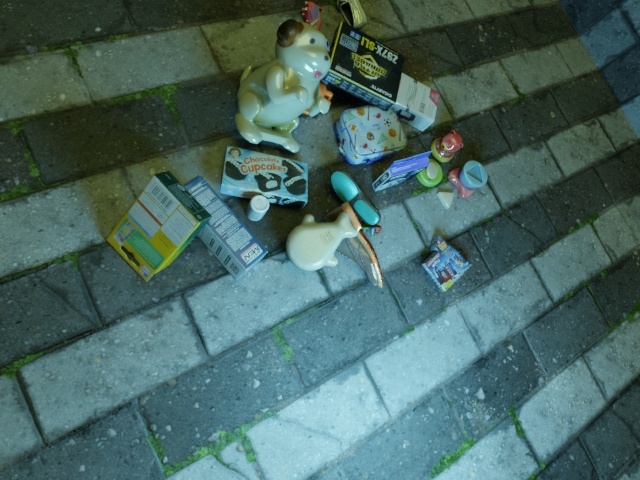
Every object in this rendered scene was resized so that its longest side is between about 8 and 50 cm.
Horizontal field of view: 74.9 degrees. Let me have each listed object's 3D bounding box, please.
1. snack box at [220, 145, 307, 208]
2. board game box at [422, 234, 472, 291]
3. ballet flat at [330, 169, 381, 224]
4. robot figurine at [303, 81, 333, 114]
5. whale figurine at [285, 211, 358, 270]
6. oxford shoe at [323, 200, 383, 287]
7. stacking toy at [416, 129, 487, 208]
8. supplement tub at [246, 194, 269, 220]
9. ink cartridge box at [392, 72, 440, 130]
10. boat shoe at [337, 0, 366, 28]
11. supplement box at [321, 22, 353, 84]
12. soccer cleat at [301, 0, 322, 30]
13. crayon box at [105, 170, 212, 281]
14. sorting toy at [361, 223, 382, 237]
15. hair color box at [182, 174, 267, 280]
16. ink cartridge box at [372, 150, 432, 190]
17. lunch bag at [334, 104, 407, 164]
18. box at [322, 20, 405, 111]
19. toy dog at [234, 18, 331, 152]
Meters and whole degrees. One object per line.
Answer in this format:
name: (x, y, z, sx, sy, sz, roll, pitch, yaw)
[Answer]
snack box: (-0.209, -0.240, 1.589, 0.322, 0.060, 0.187, 9, 59, -17)
board game box: (0.517, 0.088, 1.777, 0.194, 0.060, 0.194, -35, 88, -25)
ballet flat: (0.140, -0.176, 1.702, 0.280, 0.095, 0.096, 50, 21, -11)
robot figurine: (-0.062, -0.612, 1.731, 0.219, 0.128, 0.158, 16, 114, -15)
whale figurine: (0.000, 0.000, 1.554, 0.272, 0.141, 0.216, -32, 91, -10)
oxford shoe: (0.135, 0.034, 1.643, 0.133, 0.130, 0.363, -26, 92, 8)
stacking toy: (0.600, -0.322, 1.886, 0.279, 0.130, 0.309, -42, 91, -25)
supplement tub: (-0.233, -0.119, 1.538, 0.071, 0.107, 0.071, 6, 73, -19)
ink cartridge box: (0.413, -0.641, 1.924, 0.237, 0.100, 0.172, 22, 69, -14)
boat shoe: (0.123, -1.116, 1.958, 0.084, 0.095, 0.258, -28, 85, -29)
supplement box: (0.071, -0.819, 1.835, 0.073, 0.130, 0.239, 33, 66, -9)
soccer cleat: (-0.031, -0.959, 1.869, 0.095, 0.083, 0.248, 5, 71, -23)
crayon box: (-0.526, -0.041, 1.350, 0.203, 0.323, 0.083, 47, 25, -2)
sorting toy: (0.204, -0.040, 1.710, 0.102, 0.061, 0.042, 1, 109, -13)
hair color box: (-0.349, -0.038, 1.437, 0.105, 0.174, 0.347, -41, 92, -27)
ink cartridge box: (0.346, -0.288, 1.740, 0.206, 0.208, 0.045, -20, 79, -23)
lunch bag: (0.212, -0.449, 1.793, 0.303, 0.115, 0.243, -17, 84, -24)
box: (0.185, -0.726, 1.748, 0.322, 0.079, 0.257, 20, 69, -19)
toy dog: (-0.115, -0.588, 1.543, 0.285, 0.408, 0.395, 11, 44, -43)
